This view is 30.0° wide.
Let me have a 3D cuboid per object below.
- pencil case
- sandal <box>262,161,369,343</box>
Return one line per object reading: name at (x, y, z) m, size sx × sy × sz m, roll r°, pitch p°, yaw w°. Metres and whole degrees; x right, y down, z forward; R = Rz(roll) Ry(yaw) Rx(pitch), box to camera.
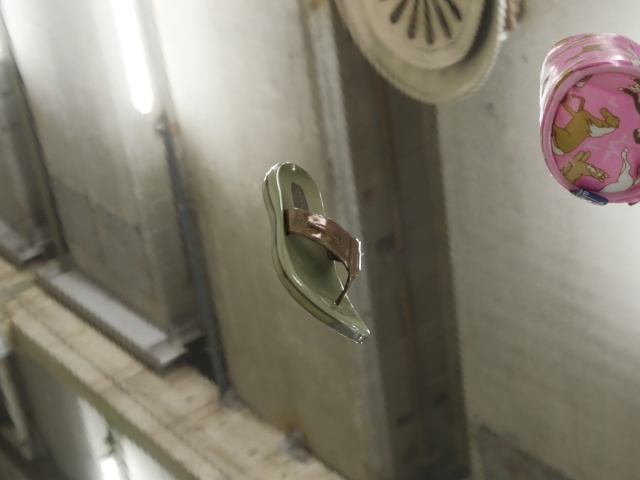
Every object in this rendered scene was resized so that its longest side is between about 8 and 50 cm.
pencil case at (0.336, -0.153, 1.397) m, size 0.160 × 0.386 × 0.167 m, roll -1°, pitch -74°, yaw 10°
sandal at (-0.001, -0.002, 1.505) m, size 0.086 × 0.120 × 0.303 m, roll -38°, pitch -133°, yaw 23°
